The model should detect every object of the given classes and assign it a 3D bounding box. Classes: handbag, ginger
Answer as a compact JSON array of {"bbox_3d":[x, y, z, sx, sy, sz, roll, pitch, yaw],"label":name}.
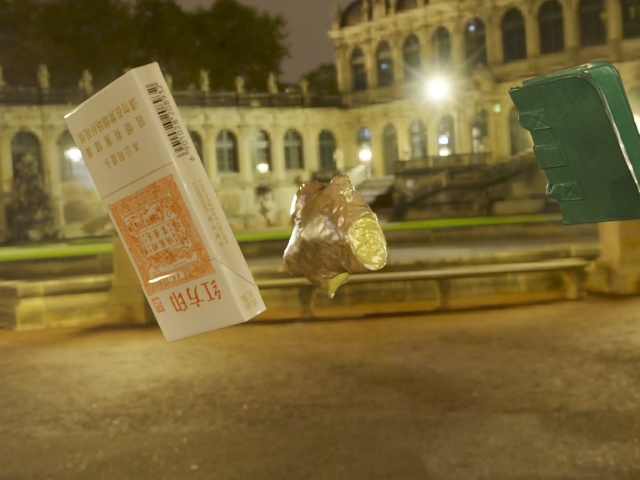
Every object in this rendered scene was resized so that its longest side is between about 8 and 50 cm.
[{"bbox_3d":[0.532,-0.190,1.934,0.089,0.327,0.238,-36,17,-31],"label":"handbag"},{"bbox_3d":[0.000,0.000,1.786,0.123,0.219,0.270,-14,-7,-46],"label":"ginger"}]

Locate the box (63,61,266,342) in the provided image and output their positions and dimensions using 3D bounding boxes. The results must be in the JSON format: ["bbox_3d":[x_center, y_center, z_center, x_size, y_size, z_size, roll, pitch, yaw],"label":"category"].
[{"bbox_3d":[-0.221,-0.042,1.339,0.204,0.365,0.051,-19,8,47],"label":"box"}]
